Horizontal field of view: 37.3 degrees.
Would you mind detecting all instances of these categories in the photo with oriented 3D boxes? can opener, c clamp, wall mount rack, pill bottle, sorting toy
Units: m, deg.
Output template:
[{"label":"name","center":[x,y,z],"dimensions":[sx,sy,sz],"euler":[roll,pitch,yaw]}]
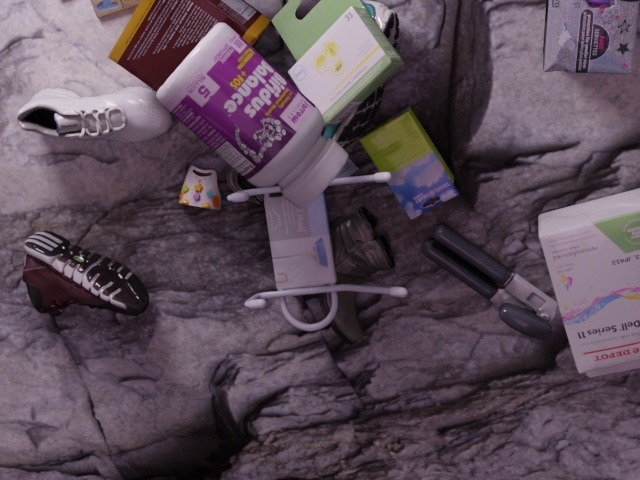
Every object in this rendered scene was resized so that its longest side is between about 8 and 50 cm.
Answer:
[{"label":"can opener","center":[0.315,0.080,1.749],"dimensions":[0.283,0.095,0.076],"euler":[34,113,-4]},{"label":"c clamp","center":[-0.097,-0.126,1.784],"dimensions":[0.161,0.022,0.137],"euler":[-40,96,24]},{"label":"wall mount rack","center":[0.000,0.000,1.703],"dimensions":[0.304,0.130,0.350],"euler":[-7,97,13]},{"label":"pill bottle","center":[-0.104,-0.195,1.544],"dimensions":[0.301,0.169,0.169],"euler":[41,114,-12]},{"label":"sorting toy","center":[-0.231,-0.103,1.819],"dimensions":[0.083,0.045,0.075],"euler":[10,94,7]}]

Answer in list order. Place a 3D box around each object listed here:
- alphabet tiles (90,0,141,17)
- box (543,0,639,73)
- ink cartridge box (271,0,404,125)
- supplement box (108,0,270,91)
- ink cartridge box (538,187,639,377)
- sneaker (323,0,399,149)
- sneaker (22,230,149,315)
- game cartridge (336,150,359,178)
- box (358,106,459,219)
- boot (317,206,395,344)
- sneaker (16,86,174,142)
[{"label":"alphabet tiles","center":[-0.347,-0.560,1.665],"dimensions":[0.342,0.011,0.285],"euler":[-14,108,16]},{"label":"box","center":[0.430,-0.399,1.492],"dimensions":[0.142,0.163,0.247],"euler":[3,113,12]},{"label":"ink cartridge box","center":[0.012,-0.336,1.597],"dimensions":[0.171,0.056,0.235],"euler":[-40,76,32]},{"label":"supplement box","center":[-0.226,-0.352,1.655],"dimensions":[0.194,0.129,0.191],"euler":[35,115,-8]},{"label":"ink cartridge box","center":[0.535,0.105,1.702],"dimensions":[0.207,0.119,0.353],"euler":[-15,108,16]},{"label":"sneaker","center":[0.054,-0.286,1.665],"dimensions":[0.110,0.107,0.275],"euler":[24,110,20]},{"label":"sneaker","center":[-0.486,0.108,1.928],"dimensions":[0.281,0.106,0.162],"euler":[30,121,9]},{"label":"game cartridge","center":[0.025,-0.149,1.757],"dimensions":[0.056,0.017,0.083],"euler":[-37,101,19]},{"label":"box","center":[0.163,-0.139,1.718],"dimensions":[0.109,0.042,0.178],"euler":[-29,104,21]},{"label":"boot","center":[0.071,0.071,1.799],"dimensions":[0.161,0.083,0.246],"euler":[-20,102,17]},{"label":"sneaker","center":[-0.418,-0.220,1.754],"dimensions":[0.297,0.129,0.111],"euler":[-1,110,10]}]
